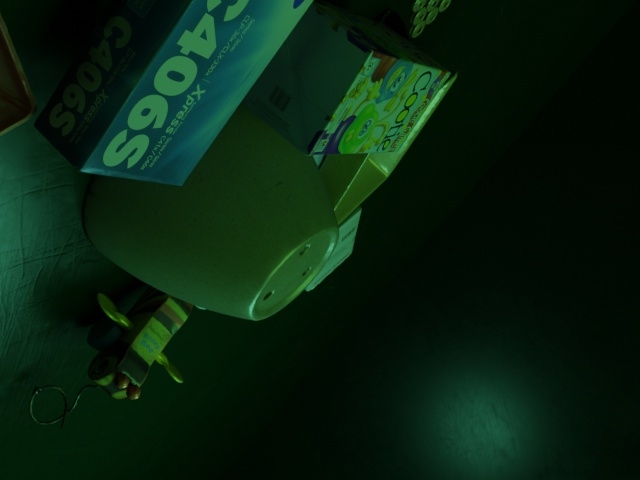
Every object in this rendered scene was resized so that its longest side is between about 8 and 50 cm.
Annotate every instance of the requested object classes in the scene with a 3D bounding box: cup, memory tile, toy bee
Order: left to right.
[{"bbox_3d":[-0.292,0.186,1.031,0.195,0.162,0.298,30,79,-36],"label":"toy bee"},{"bbox_3d":[-0.113,-0.030,0.910,0.331,0.237,0.331,-43,163,-17],"label":"cup"},{"bbox_3d":[0.200,-0.433,1.164,0.113,0.012,0.148,-45,163,-10],"label":"memory tile"}]

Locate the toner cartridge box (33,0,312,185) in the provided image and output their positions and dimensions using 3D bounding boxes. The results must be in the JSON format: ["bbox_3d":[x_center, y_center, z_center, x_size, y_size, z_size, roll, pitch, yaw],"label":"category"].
[{"bbox_3d":[-0.104,-0.213,0.622,0.348,0.075,0.165,-52,164,15],"label":"toner cartridge box"}]

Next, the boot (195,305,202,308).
[{"bbox_3d":[-0.167,0.057,1.263,0.190,0.069,0.086,-40,165,-18],"label":"boot"}]

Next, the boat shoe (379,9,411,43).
[{"bbox_3d":[0.111,-0.278,1.042,0.080,0.223,0.073,-5,142,8],"label":"boat shoe"}]

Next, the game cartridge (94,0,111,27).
[{"bbox_3d":[-0.096,-0.294,0.679,0.294,0.060,0.196,-31,153,-44],"label":"game cartridge"}]

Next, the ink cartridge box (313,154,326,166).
[{"bbox_3d":[-0.014,-0.200,1.108,0.224,0.056,0.181,-52,164,31],"label":"ink cartridge box"}]

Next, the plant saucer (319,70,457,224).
[{"bbox_3d":[0.092,-0.172,1.284,0.333,0.081,0.333,-44,171,-40],"label":"plant saucer"}]

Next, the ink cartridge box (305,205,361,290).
[{"bbox_3d":[0.000,0.000,1.509,0.160,0.092,0.219,-40,162,-21],"label":"ink cartridge box"}]

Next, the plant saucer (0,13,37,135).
[{"bbox_3d":[-0.350,-0.119,0.449,0.259,0.048,0.258,-41,162,-25],"label":"plant saucer"}]

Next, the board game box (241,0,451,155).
[{"bbox_3d":[0.036,-0.209,0.857,0.142,0.144,0.275,-56,162,23],"label":"board game box"}]
